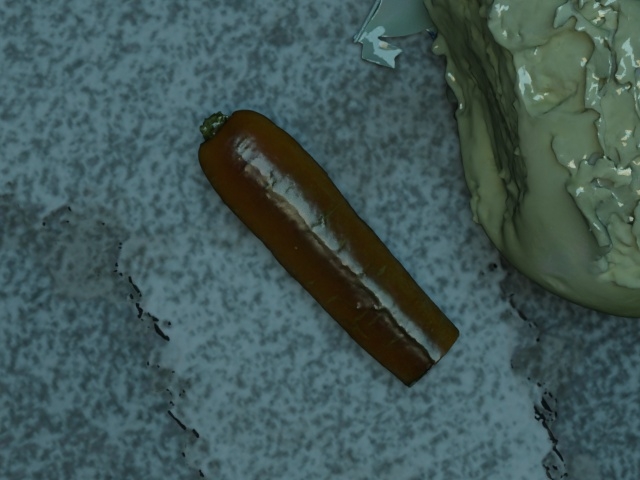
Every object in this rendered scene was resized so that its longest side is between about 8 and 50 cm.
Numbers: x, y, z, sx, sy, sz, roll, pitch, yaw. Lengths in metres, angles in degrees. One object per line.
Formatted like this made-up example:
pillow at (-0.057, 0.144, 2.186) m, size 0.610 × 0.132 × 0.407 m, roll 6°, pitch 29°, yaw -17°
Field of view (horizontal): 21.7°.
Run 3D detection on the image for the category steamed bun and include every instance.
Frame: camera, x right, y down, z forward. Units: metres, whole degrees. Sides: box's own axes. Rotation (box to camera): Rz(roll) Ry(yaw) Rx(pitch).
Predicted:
steamed bun at (0.244, -0.124, 1.076) m, size 0.312 × 0.233 × 0.333 m, roll -21°, pitch 96°, yaw -11°

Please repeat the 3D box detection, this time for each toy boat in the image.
toy boat at (0.082, -0.193, 1.169) m, size 0.105 × 0.034 × 0.149 m, roll 7°, pitch 84°, yaw -7°

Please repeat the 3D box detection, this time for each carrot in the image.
carrot at (0.000, 0.000, 1.124) m, size 0.067 × 0.067 × 0.225 m, roll -42°, pitch 93°, yaw -10°
